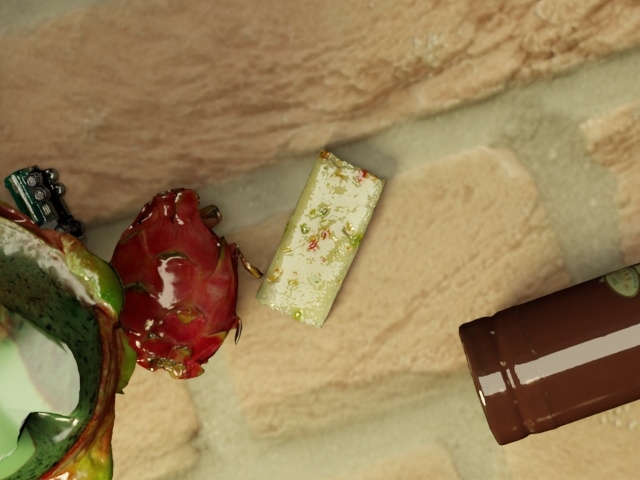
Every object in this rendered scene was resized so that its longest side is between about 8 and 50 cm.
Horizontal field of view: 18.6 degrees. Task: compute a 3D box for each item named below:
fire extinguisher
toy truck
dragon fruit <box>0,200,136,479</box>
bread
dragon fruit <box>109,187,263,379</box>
[{"bbox_3d":[0.292,0.064,1.687,0.337,0.114,0.135,-18,65,6],"label":"fire extinguisher"},{"bbox_3d":[-0.250,-0.029,1.762,0.044,0.039,0.083,-28,90,23],"label":"toy truck"},{"bbox_3d":[-0.275,0.097,1.551,0.295,0.130,0.268,43,92,-1],"label":"dragon fruit"},{"bbox_3d":[0.000,0.000,1.748,0.068,0.028,0.154,25,97,1],"label":"bread"},{"bbox_3d":[-0.131,0.037,1.716,0.136,0.133,0.166,-6,96,-37],"label":"dragon fruit"}]
